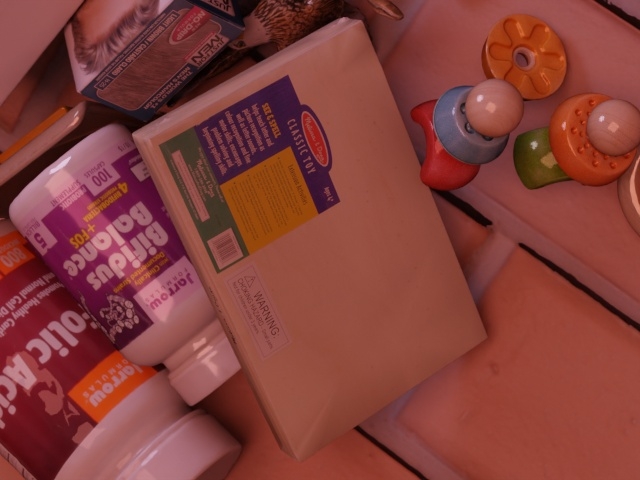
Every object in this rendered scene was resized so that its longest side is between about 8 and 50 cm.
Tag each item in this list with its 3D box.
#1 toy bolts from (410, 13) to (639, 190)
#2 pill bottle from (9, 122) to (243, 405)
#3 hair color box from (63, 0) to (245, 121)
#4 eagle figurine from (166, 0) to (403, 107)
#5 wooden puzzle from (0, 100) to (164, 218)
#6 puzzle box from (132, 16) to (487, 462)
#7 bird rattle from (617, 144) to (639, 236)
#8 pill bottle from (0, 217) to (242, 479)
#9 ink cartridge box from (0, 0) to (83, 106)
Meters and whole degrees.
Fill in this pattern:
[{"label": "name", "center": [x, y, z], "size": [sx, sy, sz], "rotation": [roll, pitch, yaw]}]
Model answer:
[{"label": "toy bolts", "center": [0.218, -0.154, 1.649], "size": [0.229, 0.158, 0.218], "rotation": [-9, 80, -23]}, {"label": "pill bottle", "center": [-0.193, 0.032, 1.737], "size": [0.169, 0.169, 0.301], "rotation": [-40, 91, 15]}, {"label": "hair color box", "center": [-0.214, -0.326, 1.763], "size": [0.174, 0.105, 0.347], "rotation": [-40, 50, 28]}, {"label": "eagle figurine", "center": [-0.048, -0.233, 1.791], "size": [0.298, 0.225, 0.226], "rotation": [118, 151, -43]}, {"label": "wooden puzzle", "center": [-0.315, -0.097, 1.830], "size": [0.221, 0.239, 0.044], "rotation": [-35, 83, 16]}, {"label": "puzzle box", "center": [0.000, 0.000, 1.671], "size": [0.272, 0.052, 0.409], "rotation": [-31, 113, -19]}, {"label": "bird rattle", "center": [0.426, -0.053, 1.682], "size": [0.207, 0.143, 0.253], "rotation": [8, 108, 29]}, {"label": "pill bottle", "center": [-0.296, 0.178, 1.843], "size": [0.392, 0.224, 0.224], "rotation": [42, 104, 12]}, {"label": "ink cartridge box", "center": [-0.437, -0.347, 1.795], "size": [0.285, 0.166, 0.395], "rotation": [-49, 45, 18]}]
